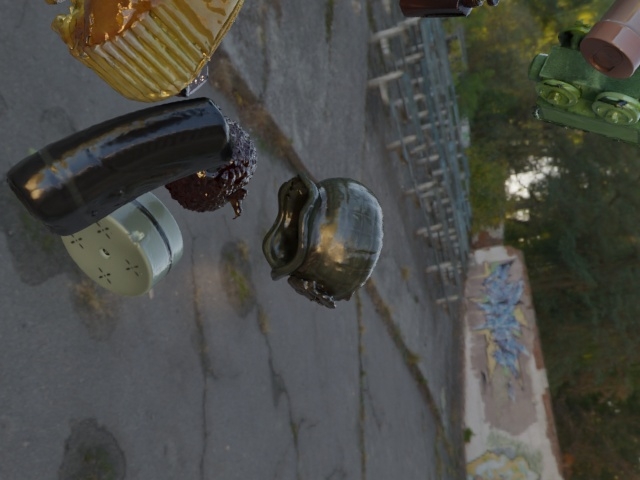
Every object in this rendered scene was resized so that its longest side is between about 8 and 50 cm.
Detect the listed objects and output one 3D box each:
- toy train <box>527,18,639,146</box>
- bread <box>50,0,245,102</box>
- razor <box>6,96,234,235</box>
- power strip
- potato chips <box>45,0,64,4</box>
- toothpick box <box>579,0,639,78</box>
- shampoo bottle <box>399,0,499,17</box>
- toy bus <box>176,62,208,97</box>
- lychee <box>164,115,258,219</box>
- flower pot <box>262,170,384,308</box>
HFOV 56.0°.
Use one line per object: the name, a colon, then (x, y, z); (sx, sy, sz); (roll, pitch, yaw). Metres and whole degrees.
toy train: (0.542, -0.297, 1.166); (0.188, 0.271, 0.159); (30, 85, -59)
bread: (-0.194, -0.296, 0.698); (0.250, 0.179, 0.133); (-57, 147, -4)
razor: (-0.312, -0.126, 0.982); (0.114, 0.348, 0.204); (61, -17, 9)
power strip: (-0.588, -0.006, 1.763); (0.161, 0.357, 0.358); (-53, 135, -43)
potato chips: (-0.489, -0.504, 1.209); (0.204, 0.037, 0.026); (-74, 152, -55)
toothpick box: (0.507, -0.351, 0.971); (0.098, 0.149, 0.098); (39, 1, -1)
shampoo bottle: (0.289, -0.537, 1.348); (0.067, 0.236, 0.068); (22, 87, -47)
toy bus: (-0.272, -0.434, 1.110); (0.112, 0.137, 0.317); (-61, 165, -50)
lychee: (-0.283, -0.194, 1.556); (0.300, 0.264, 0.264); (57, 18, -12)
flower pot: (0.000, 0.000, 1.371); (0.302, 0.213, 0.302); (-164, -90, -71)
